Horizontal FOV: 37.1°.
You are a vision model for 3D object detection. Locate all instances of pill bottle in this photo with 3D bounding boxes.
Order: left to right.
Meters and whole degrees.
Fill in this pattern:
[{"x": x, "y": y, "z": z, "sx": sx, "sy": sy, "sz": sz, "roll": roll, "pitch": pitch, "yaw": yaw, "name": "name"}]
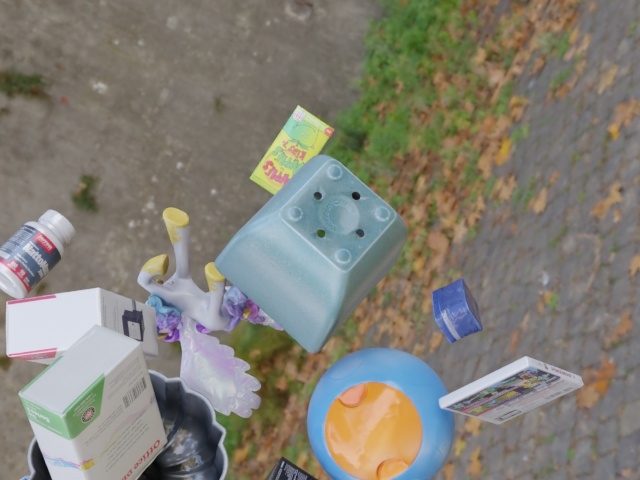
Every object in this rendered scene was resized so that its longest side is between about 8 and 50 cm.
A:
[{"x": -0.602, "y": 0.024, "z": 1.992, "sx": 0.180, "sy": 0.108, "sz": 0.108, "roll": -52, "pitch": 0, "yaw": -29, "name": "pill bottle"}]

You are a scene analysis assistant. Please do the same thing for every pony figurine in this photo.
[{"x": -0.224, "y": 0.140, "z": 1.926, "sx": 0.363, "sy": 0.351, "sz": 0.303, "roll": 118, "pitch": 177, "yaw": -47, "name": "pony figurine"}]

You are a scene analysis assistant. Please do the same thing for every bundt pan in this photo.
[{"x": -0.317, "y": 0.390, "z": 1.603, "sx": 0.124, "sy": 0.331, "sz": 0.331, "roll": 95, "pitch": -171, "yaw": -54, "name": "bundt pan"}]

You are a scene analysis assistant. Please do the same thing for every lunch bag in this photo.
[{"x": 0.210, "y": 0.110, "z": 1.506, "sx": 0.065, "sy": 0.067, "sz": 0.098, "roll": -26, "pitch": 24, "yaw": 15, "name": "lunch bag"}]

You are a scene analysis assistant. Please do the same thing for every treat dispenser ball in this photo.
[{"x": 0.118, "y": 0.354, "z": 1.859, "sx": 0.288, "sy": 0.288, "sz": 0.288, "roll": -157, "pitch": 90, "yaw": -82, "name": "treat dispenser ball"}]

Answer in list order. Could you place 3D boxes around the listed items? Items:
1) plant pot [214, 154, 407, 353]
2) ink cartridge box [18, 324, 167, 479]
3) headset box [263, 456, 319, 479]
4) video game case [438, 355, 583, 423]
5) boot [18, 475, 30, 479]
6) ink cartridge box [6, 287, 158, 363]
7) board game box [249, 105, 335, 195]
[{"x": 0.000, "y": 0.000, "z": 1.618, "sx": 0.247, "sy": 0.248, "sz": 0.252, "roll": -47, "pitch": -4, "yaw": -23, "name": "plant pot"}, {"x": -0.308, "y": 0.250, "z": 1.323, "sx": 0.154, "sy": 0.093, "sz": 0.212, "roll": -47, "pitch": -39, "yaw": -40, "name": "ink cartridge box"}, {"x": -0.004, "y": 0.587, "z": 1.829, "sx": 0.110, "sy": 0.293, "sz": 0.218, "roll": -55, "pitch": 4, "yaw": 26, "name": "headset box"}, {"x": 0.349, "y": 0.278, "z": 1.747, "sx": 0.201, "sy": 0.183, "sz": 0.023, "roll": -33, "pitch": 51, "yaw": 33, "name": "video game case"}, {"x": -0.564, "y": 0.530, "z": 1.666, "sx": 0.258, "sy": 0.095, "sz": 0.123, "roll": -70, "pitch": -10, "yaw": -57, "name": "boot"}, {"x": -0.407, "y": 0.158, "z": 1.656, "sx": 0.237, "sy": 0.172, "sz": 0.100, "roll": 43, "pitch": -140, "yaw": -72, "name": "ink cartridge box"}, {"x": -0.057, "y": -0.178, "z": 1.977, "sx": 0.181, "sy": 0.092, "sz": 0.043, "roll": -56, "pitch": -1, "yaw": 4, "name": "board game box"}]
